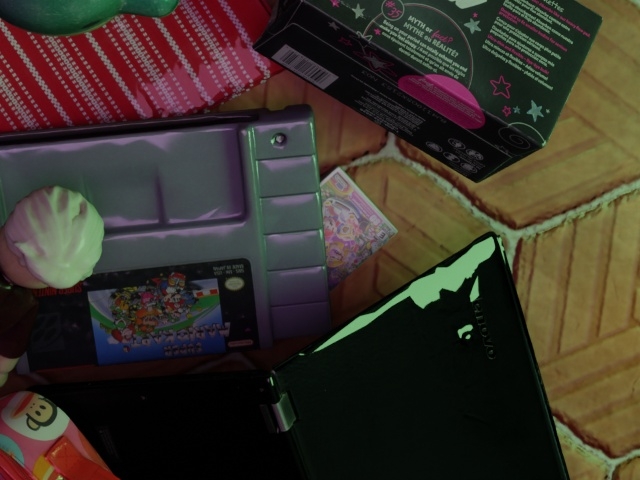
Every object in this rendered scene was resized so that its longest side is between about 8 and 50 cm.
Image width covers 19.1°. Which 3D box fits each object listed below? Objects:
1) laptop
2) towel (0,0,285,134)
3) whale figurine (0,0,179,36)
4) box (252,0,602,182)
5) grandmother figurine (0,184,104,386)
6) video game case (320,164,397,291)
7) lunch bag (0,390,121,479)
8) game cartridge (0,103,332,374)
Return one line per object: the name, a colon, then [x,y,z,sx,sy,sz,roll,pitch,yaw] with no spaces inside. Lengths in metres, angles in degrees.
laptop: [-0.003,0.228,1.814,0.408,0.236,0.382,-6,117,25]
towel: [-0.181,-0.174,1.714,0.275,0.031,0.199,-29,115,2]
whale figurine: [-0.180,-0.288,1.594,0.272,0.141,0.216,-28,90,-3]
box: [0.093,-0.183,1.673,0.247,0.163,0.142,31,72,-10]
grandmother figurine: [-0.335,0.067,1.670,0.342,0.208,0.104,-35,63,14]
video game case: [0.000,0.000,1.800,0.122,0.011,0.087,-42,103,5]
lunch bag: [-0.243,0.279,1.726,0.258,0.120,0.293,-23,108,43]
game cartridge: [-0.172,0.004,1.738,0.355,0.068,0.230,-6,110,-1]
